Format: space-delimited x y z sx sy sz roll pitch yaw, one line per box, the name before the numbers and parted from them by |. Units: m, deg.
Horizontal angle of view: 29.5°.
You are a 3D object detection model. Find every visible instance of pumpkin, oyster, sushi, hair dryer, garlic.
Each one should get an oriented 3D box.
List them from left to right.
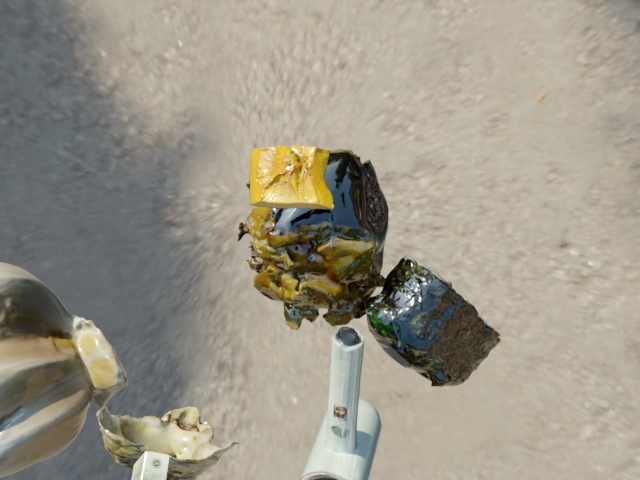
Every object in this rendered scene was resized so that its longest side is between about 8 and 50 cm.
garlic | -0.422 0.162 1.587 0.325 0.132 0.279 -13 77 -43
oyster | -0.185 0.253 1.454 0.161 0.233 0.107 23 88 4
pumpkin | -0.035 -0.070 1.349 0.101 0.035 0.073 -2 82 16
sushi | -0.006 0.001 1.707 0.200 0.213 0.204 -10 63 20
hair dryer | 0.023 0.175 1.315 0.073 0.131 0.236 7 128 12
sushi | 0.149 0.121 1.683 0.124 0.225 0.127 33 84 40

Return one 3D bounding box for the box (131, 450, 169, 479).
box | -0.150 0.227 1.035 0.024 0.054 0.083 13 64 -13
